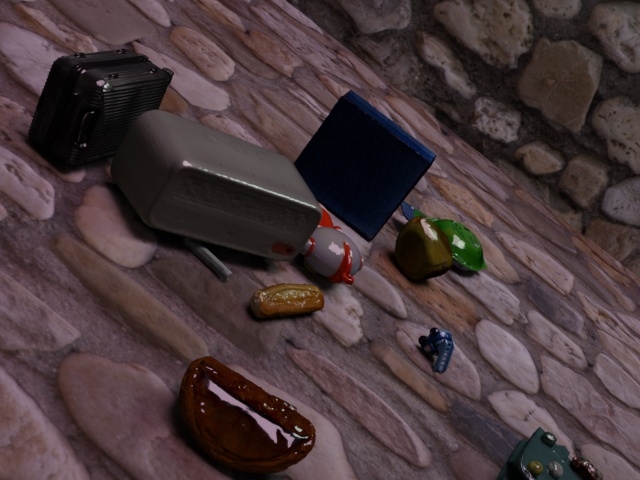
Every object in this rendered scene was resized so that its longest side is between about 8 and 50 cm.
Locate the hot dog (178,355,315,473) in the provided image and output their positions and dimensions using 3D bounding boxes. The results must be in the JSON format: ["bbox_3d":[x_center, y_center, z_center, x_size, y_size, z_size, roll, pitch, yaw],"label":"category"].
[{"bbox_3d":[-0.119,0.270,1.457,0.227,0.099,0.160,38,23,4],"label":"hot dog"}]

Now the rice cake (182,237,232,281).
[{"bbox_3d":[-0.220,0.033,1.841,0.121,0.022,0.021,42,23,11],"label":"rice cake"}]

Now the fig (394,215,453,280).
[{"bbox_3d":[0.257,0.019,2.392,0.144,0.154,0.165,9,-47,49],"label":"fig"}]

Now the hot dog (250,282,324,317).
[{"bbox_3d":[-0.068,0.117,1.873,0.216,0.047,0.066,-4,83,-56],"label":"hot dog"}]

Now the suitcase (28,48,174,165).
[{"bbox_3d":[-0.427,-0.267,1.876,0.128,0.202,0.312,31,23,10],"label":"suitcase"}]

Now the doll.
[{"bbox_3d":[0.000,0.000,2.129,0.200,0.105,0.336,21,21,-37],"label":"doll"}]

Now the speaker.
[{"bbox_3d":[-0.196,-0.096,1.894,0.406,0.183,0.184,17,25,-41],"label":"speaker"}]

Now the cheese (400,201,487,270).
[{"bbox_3d":[0.344,-0.012,2.644,0.320,0.083,0.204,30,27,-23],"label":"cheese"}]

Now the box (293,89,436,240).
[{"bbox_3d":[0.103,-0.189,2.400,0.279,0.261,0.116,38,21,1],"label":"box"}]

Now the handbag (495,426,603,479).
[{"bbox_3d":[0.491,0.506,1.893,0.269,0.100,0.274,44,25,16],"label":"handbag"}]

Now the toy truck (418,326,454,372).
[{"bbox_3d":[0.260,0.243,2.091,0.056,0.073,0.090,19,43,-36],"label":"toy truck"}]
